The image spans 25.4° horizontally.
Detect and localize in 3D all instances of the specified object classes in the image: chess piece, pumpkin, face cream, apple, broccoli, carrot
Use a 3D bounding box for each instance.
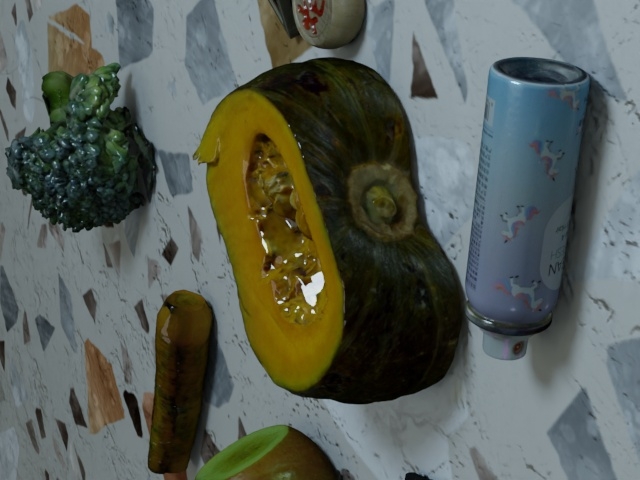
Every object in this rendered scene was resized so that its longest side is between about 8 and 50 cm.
[{"bbox_3d":[0.007,-0.217,1.298,0.083,0.038,0.084,31,127,55],"label":"chess piece"},{"bbox_3d":[0.000,0.000,1.285,0.222,0.139,0.317,-37,69,55],"label":"pumpkin"},{"bbox_3d":[0.151,-0.019,1.066,0.075,0.075,0.229,37,131,51],"label":"face cream"},{"bbox_3d":[-0.058,0.273,1.455,0.146,0.147,0.163,-38,64,57],"label":"apple"},{"bbox_3d":[-0.313,-0.154,1.792,0.198,0.177,0.275,109,153,-50],"label":"broccoli"},{"bbox_3d":[-0.174,0.177,1.716,0.070,0.070,0.260,49,139,43],"label":"carrot"}]

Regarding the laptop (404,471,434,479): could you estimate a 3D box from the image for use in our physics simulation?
[{"bbox_3d":[0.137,0.286,1.251,0.197,0.016,0.135,10,106,58],"label":"laptop"}]

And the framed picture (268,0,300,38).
[{"bbox_3d":[-0.079,-0.317,1.311,0.184,0.016,0.250,62,177,22],"label":"framed picture"}]
